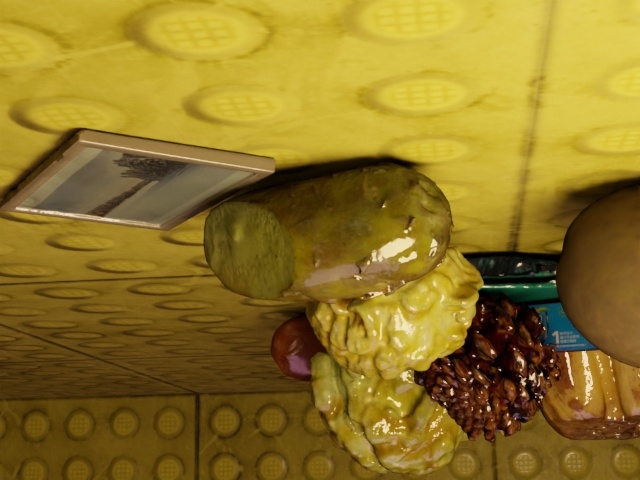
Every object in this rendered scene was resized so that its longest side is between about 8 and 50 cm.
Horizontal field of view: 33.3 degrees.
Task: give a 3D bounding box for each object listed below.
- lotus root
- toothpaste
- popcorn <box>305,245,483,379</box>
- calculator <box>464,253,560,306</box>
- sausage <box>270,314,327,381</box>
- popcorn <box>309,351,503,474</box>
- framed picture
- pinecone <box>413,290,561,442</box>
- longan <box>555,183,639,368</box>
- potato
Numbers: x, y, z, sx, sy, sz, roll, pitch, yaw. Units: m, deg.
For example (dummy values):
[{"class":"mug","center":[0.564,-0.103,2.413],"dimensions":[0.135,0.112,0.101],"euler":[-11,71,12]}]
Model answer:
[{"class":"lotus root","center":[0.484,0.197,1.749],"dimensions":[0.316,0.249,0.316],"euler":[-9,166,-2]},{"class":"toothpaste","center":[0.383,0.131,1.625],"dimensions":[0.321,0.076,0.066],"euler":[-7,170,32]},{"class":"popcorn","center":[0.086,0.066,1.370],"dimensions":[0.181,0.216,0.235],"euler":[-25,180,-44]},{"class":"calculator","center":[0.283,0.068,1.656],"dimensions":[0.274,0.058,0.248],"euler":[-1,168,0]},{"class":"sausage","center":[0.005,0.209,2.091],"dimensions":[0.133,0.133,0.258],"euler":[-11,163,36]},{"class":"popcorn","center":[0.136,0.254,1.790],"dimensions":[0.279,0.335,0.274],"euler":[-33,154,-14]},{"class":"framed picture","center":[-0.208,-0.059,1.170],"dimensions":[0.213,0.016,0.289],"euler":[7,165,-30]},{"class":"pinecone","center":[0.241,0.172,1.545],"dimensions":[0.222,0.221,0.221],"euler":[-1,167,0]},{"class":"longan","center":[0.392,0.042,1.202],"dimensions":[0.248,0.248,0.248],"euler":[-1,167,0]},{"class":"potato","center":[0.000,0.000,1.151],"dimensions":[0.298,0.141,0.176],"euler":[-11,178,31]}]
